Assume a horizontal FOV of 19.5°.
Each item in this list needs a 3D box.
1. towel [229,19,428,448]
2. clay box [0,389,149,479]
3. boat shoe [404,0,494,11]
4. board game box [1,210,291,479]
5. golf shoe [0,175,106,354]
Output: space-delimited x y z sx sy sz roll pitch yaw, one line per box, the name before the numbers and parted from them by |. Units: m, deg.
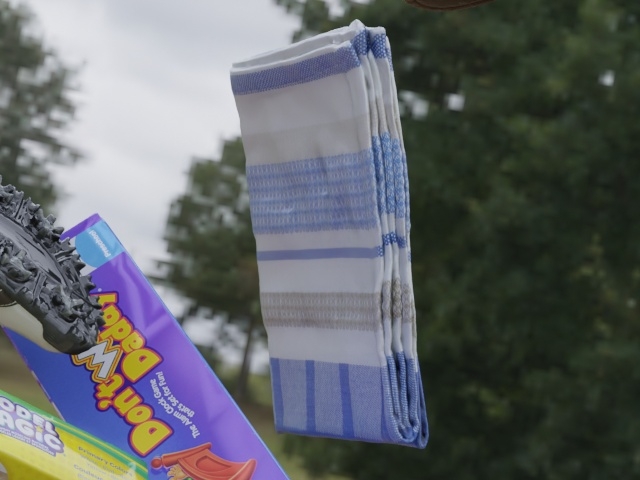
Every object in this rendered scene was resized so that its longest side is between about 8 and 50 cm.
towel | 0.000 0.000 1.292 0.034 0.285 0.209 -7 2 -29
clay box | -0.203 0.111 0.846 0.222 0.127 0.053 32 23 -25
boat shoe | 0.154 -0.260 1.374 0.095 0.095 0.257 19 -35 -40
board game box | -0.062 0.170 1.076 0.233 0.078 0.347 52 -11 31
golf shoe | -0.199 0.003 0.914 0.198 0.094 0.077 38 22 -5
